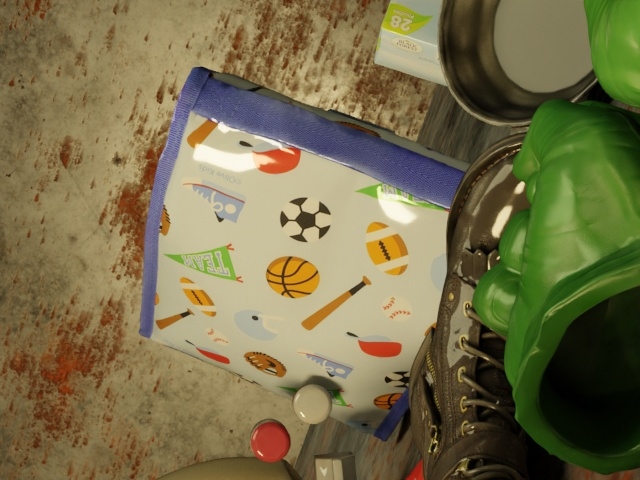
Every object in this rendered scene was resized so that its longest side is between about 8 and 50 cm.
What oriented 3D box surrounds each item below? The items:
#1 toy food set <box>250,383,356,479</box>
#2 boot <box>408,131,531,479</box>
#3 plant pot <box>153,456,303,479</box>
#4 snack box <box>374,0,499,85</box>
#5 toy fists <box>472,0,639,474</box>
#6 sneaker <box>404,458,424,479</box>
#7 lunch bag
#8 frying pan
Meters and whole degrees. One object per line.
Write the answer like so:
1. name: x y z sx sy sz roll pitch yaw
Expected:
1. toy food set: -0.016 0.258 0.932 0.104 0.111 0.232 123 143 -82
2. boot: 0.101 0.095 0.541 0.229 0.091 0.263 -76 -2 -58
3. plant pot: -0.090 0.392 1.254 0.191 0.284 0.284 -35 -1 -2
4. snack box: 0.163 -0.235 0.875 0.070 0.174 0.207 96 -168 -73
5. toy fists: 0.141 -0.047 0.389 0.142 0.096 0.279 -69 -2 -60
6. sneaker: 0.003 0.257 0.696 0.279 0.118 0.107 -54 2 10
7. lunch bag: 0.000 0.000 0.993 0.385 0.327 0.239 107 -176 -61
8. frying pan: 0.178 -0.123 0.722 0.197 0.053 0.326 -29 61 44
